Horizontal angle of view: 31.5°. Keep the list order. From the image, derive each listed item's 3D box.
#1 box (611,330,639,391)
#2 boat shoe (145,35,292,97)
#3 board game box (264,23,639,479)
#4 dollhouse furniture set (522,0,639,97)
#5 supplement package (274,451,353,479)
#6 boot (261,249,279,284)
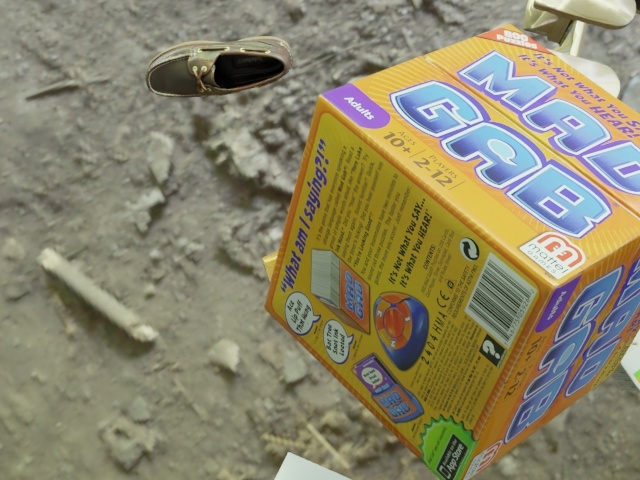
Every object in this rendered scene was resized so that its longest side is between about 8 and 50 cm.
[{"bbox_3d":[0.569,0.152,1.885,0.203,0.114,0.103,-33,85,-5],"label":"box"},{"bbox_3d":[-0.141,-0.233,1.539,0.207,0.073,0.073,-12,119,7],"label":"boat shoe"},{"bbox_3d":[0.201,0.007,1.410,0.356,0.356,0.357,42,138,26],"label":"board game box"},{"bbox_3d":[0.419,-0.286,1.755,0.256,0.394,0.362,16,161,2],"label":"dollhouse furniture set"},{"bbox_3d":[0.023,0.472,1.662,0.261,0.204,0.145,22,141,9],"label":"supplement package"},{"bbox_3d":[0.000,0.001,1.954,0.211,0.104,0.295,-12,87,-6],"label":"boot"}]
